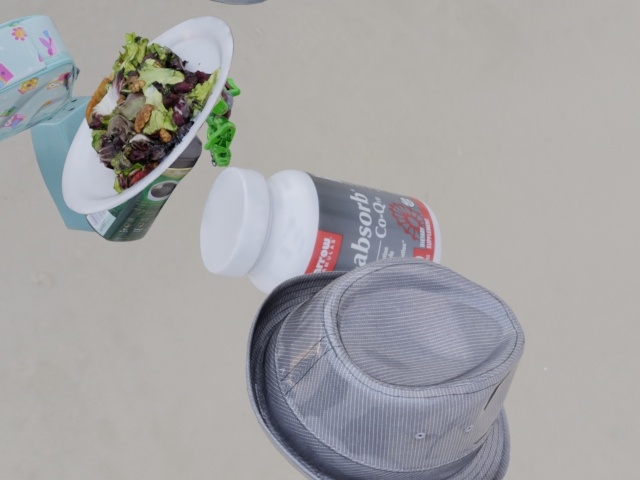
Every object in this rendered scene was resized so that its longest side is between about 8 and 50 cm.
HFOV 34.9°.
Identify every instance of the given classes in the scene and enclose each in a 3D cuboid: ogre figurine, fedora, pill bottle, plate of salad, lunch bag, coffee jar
[{"bbox_3d":[-0.178,-0.229,1.696,0.097,0.197,0.118,-24,41,5],"label":"ogre figurine"},{"bbox_3d":[0.076,0.099,0.855,0.124,0.275,0.244,-54,42,43],"label":"fedora"},{"bbox_3d":[0.000,0.000,1.677,0.363,0.210,0.210,11,84,-29],"label":"pill bottle"},{"bbox_3d":[-0.151,-0.111,0.834,0.200,0.048,0.200,-28,41,27],"label":"plate of salad"},{"bbox_3d":[-0.499,-0.216,1.534,0.279,0.224,0.108,-30,82,-23],"label":"lunch bag"},{"bbox_3d":[-0.244,-0.085,1.408,0.079,0.096,0.184,51,118,21],"label":"coffee jar"}]

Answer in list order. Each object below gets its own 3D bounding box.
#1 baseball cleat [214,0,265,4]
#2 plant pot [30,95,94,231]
[{"bbox_3d":[-0.104,-0.190,0.507,0.206,0.109,0.072,35,97,-4],"label":"baseball cleat"},{"bbox_3d":[-0.453,-0.159,2.009,0.165,0.234,0.165,6,41,43],"label":"plant pot"}]
